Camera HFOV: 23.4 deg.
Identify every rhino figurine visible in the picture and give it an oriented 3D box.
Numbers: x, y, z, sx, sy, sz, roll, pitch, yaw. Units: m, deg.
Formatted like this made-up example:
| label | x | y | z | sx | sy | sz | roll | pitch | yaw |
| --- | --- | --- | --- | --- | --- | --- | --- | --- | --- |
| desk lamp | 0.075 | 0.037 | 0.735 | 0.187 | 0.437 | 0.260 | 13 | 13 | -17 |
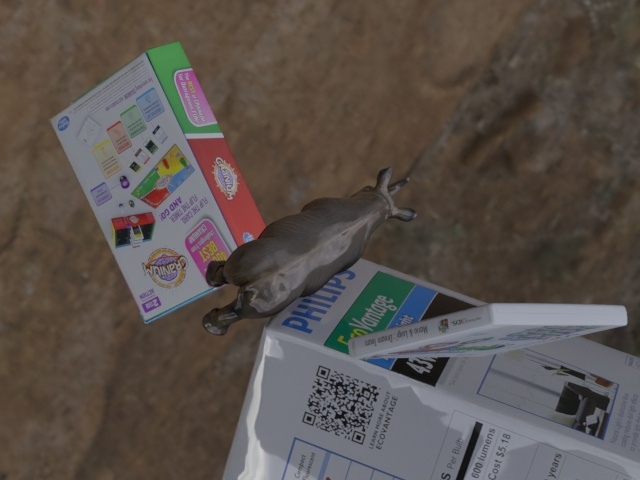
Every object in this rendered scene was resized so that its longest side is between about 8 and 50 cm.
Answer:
| label | x | y | z | sx | sy | sz | roll | pitch | yaw |
| --- | --- | --- | --- | --- | --- | --- | --- | --- | --- |
| rhino figurine | 0.000 | 0.000 | 1.388 | 0.243 | 0.073 | 0.106 | -32 | -177 | -34 |

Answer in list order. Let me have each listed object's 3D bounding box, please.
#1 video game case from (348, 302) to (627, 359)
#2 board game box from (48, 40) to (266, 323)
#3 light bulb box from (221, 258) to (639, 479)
| label | x | y | z | sx | sy | sz | roll | pitch | yaw |
| --- | --- | --- | --- | --- | --- | --- | --- | --- | --- |
| video game case | 0.124 | 0.068 | 1.146 | 0.157 | 0.143 | 0.019 | 3 | 75 | -43 |
| board game box | -0.213 | -0.072 | 2.063 | 0.242 | 0.316 | 0.064 | -25 | 180 | 44 |
| light bulb box | 0.101 | 0.251 | 1.472 | 0.225 | 0.361 | 0.358 | -47 | 156 | -66 |
